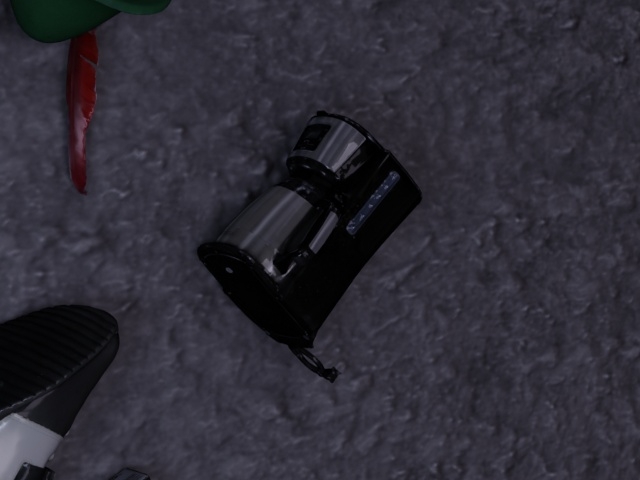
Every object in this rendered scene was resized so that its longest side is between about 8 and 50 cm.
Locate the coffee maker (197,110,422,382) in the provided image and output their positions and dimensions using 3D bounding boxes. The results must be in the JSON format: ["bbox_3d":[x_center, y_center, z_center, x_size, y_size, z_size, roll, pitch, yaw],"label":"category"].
[{"bbox_3d":[0.000,0.000,1.597,0.178,0.120,0.171,-49,139,-21],"label":"coffee maker"}]

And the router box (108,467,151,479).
[{"bbox_3d":[-0.197,0.300,1.501,0.179,0.046,0.133,-34,111,-28],"label":"router box"}]

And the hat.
[{"bbox_3d":[-0.239,-0.191,1.474,0.173,0.183,0.208,16,41,-40],"label":"hat"}]

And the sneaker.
[{"bbox_3d":[-0.278,0.189,1.418,0.330,0.122,0.146,-43,131,-26],"label":"sneaker"}]
